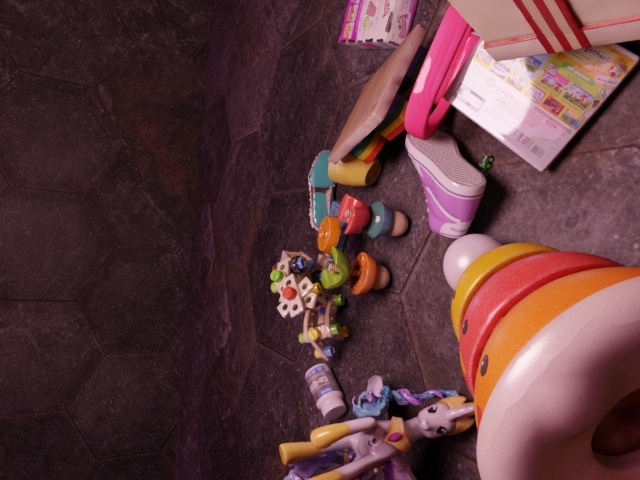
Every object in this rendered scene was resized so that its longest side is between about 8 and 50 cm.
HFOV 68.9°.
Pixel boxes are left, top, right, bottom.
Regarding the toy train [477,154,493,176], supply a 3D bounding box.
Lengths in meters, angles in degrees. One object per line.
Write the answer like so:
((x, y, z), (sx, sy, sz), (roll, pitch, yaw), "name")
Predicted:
((0.311, -0.126, 0.904), (0.017, 0.023, 0.083), (39, 119, 55), "toy train")

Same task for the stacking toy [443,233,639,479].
((0.307, 0.123, 0.680), (0.480, 0.350, 0.351), (-112, 36, -68), "stacking toy")

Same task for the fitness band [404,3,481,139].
((0.244, -0.333, 0.886), (0.054, 0.209, 0.291), (27, 113, 15), "fitness band")

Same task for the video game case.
((0.346, -0.263, 0.768), (0.227, 0.026, 0.206), (46, 126, 22), "video game case")

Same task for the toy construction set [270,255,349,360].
((-0.037, 0.163, 1.192), (0.151, 0.328, 0.215), (-10, 59, 16), "toy construction set")

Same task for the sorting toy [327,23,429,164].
((0.148, -0.304, 1.064), (0.257, 0.089, 0.255), (-64, 13, -20), "sorting toy")

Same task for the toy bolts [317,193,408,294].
((0.105, -0.006, 1.130), (0.218, 0.158, 0.228), (-103, 29, -52), "toy bolts")

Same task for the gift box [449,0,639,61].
((0.318, -0.400, 0.570), (0.255, 0.258, 0.276), (18, 89, 47), "gift box")

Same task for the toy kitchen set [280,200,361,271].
((0.000, 0.000, 1.279), (0.122, 0.166, 0.207), (41, 121, 55), "toy kitchen set")

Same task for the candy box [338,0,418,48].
((0.148, -0.585, 1.209), (0.233, 0.071, 0.159), (39, 118, 56), "candy box")

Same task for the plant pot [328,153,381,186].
((0.099, -0.192, 1.200), (0.095, 0.134, 0.134), (33, 117, 27), "plant pot")

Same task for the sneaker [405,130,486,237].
((0.235, -0.115, 0.963), (0.282, 0.102, 0.161), (-101, 8, -51), "sneaker")

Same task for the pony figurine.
((0.107, 0.413, 0.923), (0.351, 0.363, 0.303), (111, 142, -55), "pony figurine")

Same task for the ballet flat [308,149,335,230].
((0.002, -0.147, 1.392), (0.077, 0.091, 0.241), (154, 123, -84), "ballet flat")

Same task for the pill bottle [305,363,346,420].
((0.015, 0.414, 1.278), (0.137, 0.078, 0.078), (59, 134, 46), "pill bottle")
